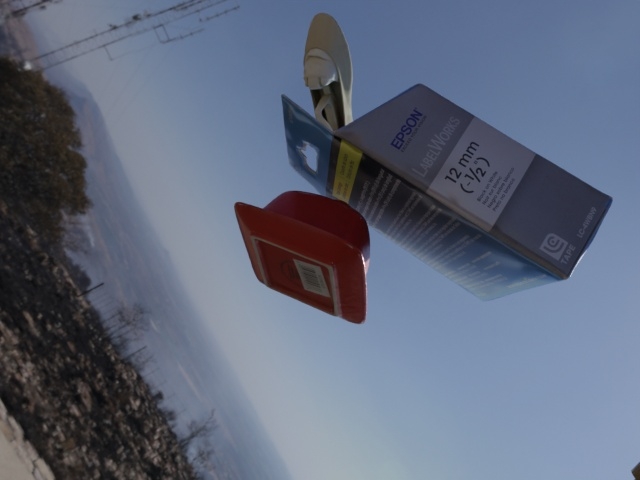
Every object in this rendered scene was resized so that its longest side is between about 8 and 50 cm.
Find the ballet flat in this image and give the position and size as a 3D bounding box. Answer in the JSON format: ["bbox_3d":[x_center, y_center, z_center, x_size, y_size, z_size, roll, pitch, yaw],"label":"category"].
[{"bbox_3d":[0.013,-0.255,0.882,0.086,0.086,0.249,40,-30,53],"label":"ballet flat"}]

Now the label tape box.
[{"bbox_3d":[0.125,-0.070,0.641,0.347,0.115,0.249,35,-10,6],"label":"label tape box"}]

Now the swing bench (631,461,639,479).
[{"bbox_3d":[0.209,0.343,0.372,0.165,0.254,0.253,41,-60,33],"label":"swing bench"}]

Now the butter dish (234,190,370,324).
[{"bbox_3d":[0.000,0.000,0.595,0.159,0.118,0.160,21,-34,22],"label":"butter dish"}]
